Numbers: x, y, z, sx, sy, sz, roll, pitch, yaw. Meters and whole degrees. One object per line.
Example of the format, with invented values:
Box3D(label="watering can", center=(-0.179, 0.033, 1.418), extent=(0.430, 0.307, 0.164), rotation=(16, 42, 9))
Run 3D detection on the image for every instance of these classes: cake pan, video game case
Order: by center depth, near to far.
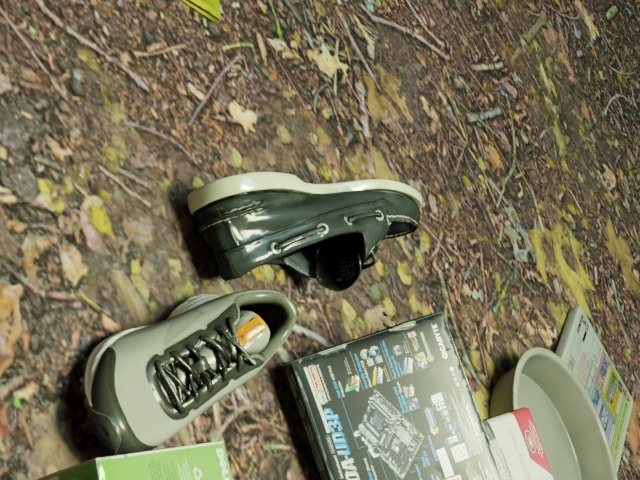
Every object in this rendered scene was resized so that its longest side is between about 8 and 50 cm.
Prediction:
Box3D(label="cake pan", center=(0.317, 0.292, 1.732), extent=(0.293, 0.054, 0.293), rotation=(36, 42, -41))
Box3D(label="video game case", center=(0.419, 0.231, 1.967), extent=(0.193, 0.023, 0.212), rotation=(59, 30, -13))

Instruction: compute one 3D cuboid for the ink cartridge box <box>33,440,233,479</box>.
Box3D(label="ink cartridge box", center=(-0.138, 0.204, 1.010), extent=(0.209, 0.109, 0.062), rotation=(5, 67, -57))

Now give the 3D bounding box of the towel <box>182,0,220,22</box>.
Box3D(label="towel", center=(-0.155, -0.371, 1.470), extent=(0.102, 0.021, 0.237), rotation=(25, 50, -48))

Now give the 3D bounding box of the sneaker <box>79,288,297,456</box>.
Box3D(label="sneaker", center=(-0.113, 0.103, 1.124), extent=(0.100, 0.108, 0.271), rotation=(64, 31, -7))

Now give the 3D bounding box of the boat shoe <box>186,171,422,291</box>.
Box3D(label="boat shoe", center=(0.003, -0.001, 1.362), extent=(0.340, 0.127, 0.113), rotation=(5, 67, -55))

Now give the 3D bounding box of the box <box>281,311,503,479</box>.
Box3D(label="box", center=(0.079, 0.203, 1.312), extent=(0.175, 0.051, 0.220), rotation=(-18, 82, -16))

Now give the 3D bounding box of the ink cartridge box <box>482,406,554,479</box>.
Box3D(label="ink cartridge box", center=(0.182, 0.299, 1.464), extent=(0.237, 0.100, 0.172), rotation=(-2, 72, -59))
